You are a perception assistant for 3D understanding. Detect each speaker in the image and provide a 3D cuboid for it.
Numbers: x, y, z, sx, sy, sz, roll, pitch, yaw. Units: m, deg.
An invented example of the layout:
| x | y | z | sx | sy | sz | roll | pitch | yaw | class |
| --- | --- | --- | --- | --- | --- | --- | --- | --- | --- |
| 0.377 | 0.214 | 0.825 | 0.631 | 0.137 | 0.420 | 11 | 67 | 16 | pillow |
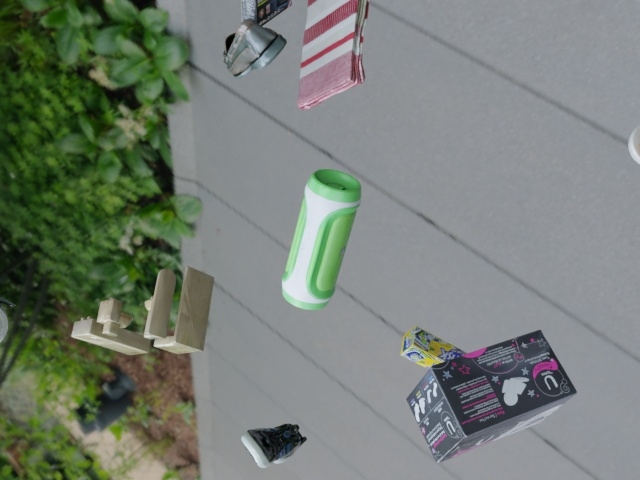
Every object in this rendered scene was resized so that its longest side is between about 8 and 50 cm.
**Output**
| x | y | z | sx | sy | sz | roll | pitch | yaw | class |
| --- | --- | --- | --- | --- | --- | --- | --- | --- | --- |
| 0.000 | 0.000 | 1.755 | 0.131 | 0.131 | 0.297 | 31 | 121 | 29 | speaker |

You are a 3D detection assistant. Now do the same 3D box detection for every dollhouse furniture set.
| x | y | z | sx | sy | sz | roll | pitch | yaw | class |
| --- | --- | --- | --- | --- | --- | --- | --- | --- | --- |
| -0.278 | 0.104 | 1.267 | 0.151 | 0.123 | 0.144 | -13 | 151 | 39 | dollhouse furniture set |

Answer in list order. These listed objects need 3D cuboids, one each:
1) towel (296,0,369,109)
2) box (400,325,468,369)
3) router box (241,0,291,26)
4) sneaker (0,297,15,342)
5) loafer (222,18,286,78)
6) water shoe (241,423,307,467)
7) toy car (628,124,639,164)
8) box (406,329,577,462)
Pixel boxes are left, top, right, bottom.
| x | y | z | sx | sy | sz | roll | pitch | yaw | class |
| --- | --- | --- | --- | --- | --- | --- | --- | --- | --- |
| 0.029 | -0.433 | 1.551 | 0.237 | 0.037 | 0.329 | -7 | 76 | 63 | towel |
| 0.271 | 0.266 | 1.854 | 0.168 | 0.059 | 0.054 | 28 | 136 | -14 | box |
| -0.102 | -0.472 | 1.536 | 0.038 | 0.122 | 0.092 | 25 | 140 | 22 | router box |
| -0.751 | 0.104 | 1.545 | 0.322 | 0.130 | 0.236 | 35 | 166 | -19 | sneaker |
| -0.135 | -0.362 | 1.480 | 0.084 | 0.096 | 0.267 | 42 | 173 | -19 | loafer |
| -0.081 | 0.356 | 1.450 | 0.073 | 0.080 | 0.203 | 52 | -179 | 16 | water shoe |
| 0.577 | -0.163 | 1.219 | 0.136 | 0.182 | 0.159 | 50 | 165 | 6 | toy car |
| 0.313 | 0.292 | 1.493 | 0.163 | 0.247 | 0.142 | 110 | 141 | -55 | box |
